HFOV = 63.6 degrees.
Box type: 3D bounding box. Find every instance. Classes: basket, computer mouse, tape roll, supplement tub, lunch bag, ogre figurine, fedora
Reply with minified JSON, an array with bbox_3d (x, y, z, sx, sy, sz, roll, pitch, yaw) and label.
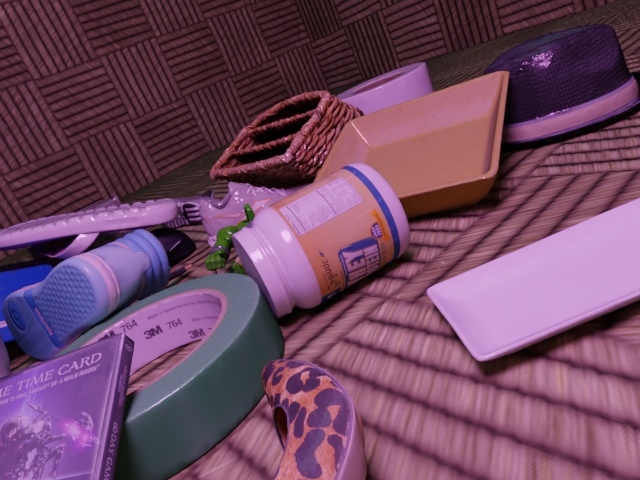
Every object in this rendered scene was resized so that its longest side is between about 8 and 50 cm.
[{"bbox_3d":[-0.076,-0.231,1.157,0.223,0.214,0.299,10,-7,-41],"label":"basket"},{"bbox_3d":[-0.328,0.023,1.069,0.184,0.060,0.262,10,18,25],"label":"computer mouse"},{"bbox_3d":[-0.203,0.155,0.614,0.321,0.077,0.321,-20,19,7],"label":"tape roll"},{"bbox_3d":[0.000,0.000,0.681,0.199,0.144,0.144,-29,20,-15],"label":"supplement tub"},{"bbox_3d":[-0.600,0.013,1.319,0.235,0.169,0.287,-37,15,-25],"label":"lunch bag"},{"bbox_3d":[-0.105,-0.008,0.904,0.197,0.097,0.118,-36,31,-1],"label":"ogre figurine"},{"bbox_3d":[0.428,-0.295,0.952,0.333,0.153,0.334,-21,20,8],"label":"fedora"},{"bbox_3d":[0.166,-0.309,1.267,0.246,0.169,0.246,-22,19,8],"label":"tape roll"}]

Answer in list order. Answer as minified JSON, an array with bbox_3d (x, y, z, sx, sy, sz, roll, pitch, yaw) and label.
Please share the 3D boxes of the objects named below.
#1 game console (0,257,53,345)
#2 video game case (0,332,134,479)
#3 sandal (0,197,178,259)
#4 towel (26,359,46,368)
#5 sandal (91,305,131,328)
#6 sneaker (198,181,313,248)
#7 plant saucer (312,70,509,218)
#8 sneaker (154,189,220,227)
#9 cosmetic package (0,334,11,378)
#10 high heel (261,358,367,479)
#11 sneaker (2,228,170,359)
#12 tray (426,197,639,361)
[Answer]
[{"bbox_3d":[-0.679,0.145,1.009,0.293,0.250,0.173,-14,-33,-45],"label":"game console"},{"bbox_3d":[-0.256,0.220,0.418,0.196,0.026,0.274,-21,42,10],"label":"video game case"},{"bbox_3d":[-0.501,-0.006,1.081,0.415,0.102,0.169,-9,13,5],"label":"sandal"},{"bbox_3d":[-0.417,0.217,0.777,0.144,0.029,0.197,-19,17,11],"label":"towel"},{"bbox_3d":[-0.405,0.130,0.966,0.097,0.055,0.254,-38,32,-17],"label":"sandal"},{"bbox_3d":[-0.132,-0.079,1.079,0.262,0.121,0.099,-23,18,-1],"label":"sneaker"},{"bbox_3d":[0.157,-0.138,0.888,0.332,0.081,0.333,-10,36,31],"label":"plant saucer"},{"bbox_3d":[-0.370,-0.096,1.480,0.228,0.086,0.132,7,29,38],"label":"sneaker"},{"bbox_3d":[-0.594,0.180,0.530,0.453,0.162,0.230,-29,36,-25],"label":"cosmetic package"},{"bbox_3d":[-0.047,0.176,0.339,0.186,0.093,0.261,-23,27,-18],"label":"high heel"},{"bbox_3d":[-0.370,0.085,0.859,0.318,0.127,0.208,-22,7,35],"label":"sneaker"},{"bbox_3d":[0.246,0.033,0.483,0.270,0.030,0.145,-23,18,2],"label":"tray"}]
